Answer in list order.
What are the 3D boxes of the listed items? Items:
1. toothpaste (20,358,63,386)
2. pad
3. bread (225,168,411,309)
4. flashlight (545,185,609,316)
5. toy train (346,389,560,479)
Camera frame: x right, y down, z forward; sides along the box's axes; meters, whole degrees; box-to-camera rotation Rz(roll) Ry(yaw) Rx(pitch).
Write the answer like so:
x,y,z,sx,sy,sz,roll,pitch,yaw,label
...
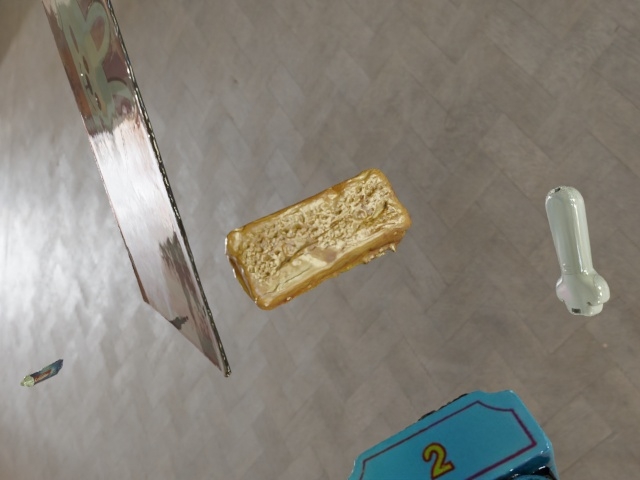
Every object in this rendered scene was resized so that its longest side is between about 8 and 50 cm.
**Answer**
x,y,z,sx,sy,sz,roll,pitch,yaw,label
-0.423,0.204,1.046,0.019,0.083,0.027,22,105,15,toothpaste
-0.123,-0.086,0.373,0.202,0.005,0.300,14,122,64,pad
0.001,-0.001,1.014,0.139,0.270,0.077,59,161,9,bread
0.386,0.015,1.043,0.093,0.047,0.201,177,79,-68,flashlight
0.199,0.362,0.931,0.300,0.188,0.265,-28,43,-1,toy train
